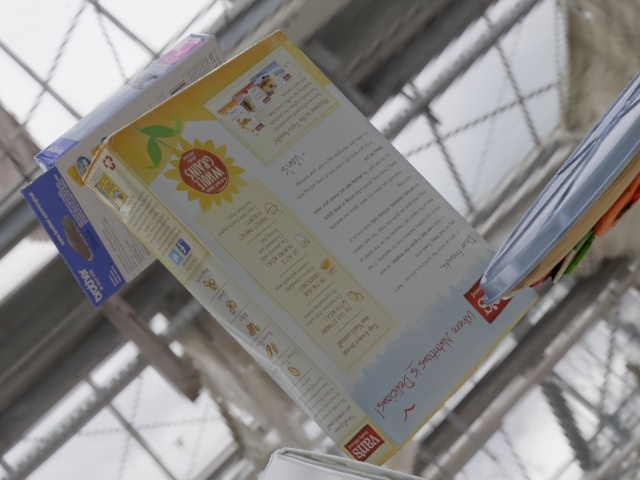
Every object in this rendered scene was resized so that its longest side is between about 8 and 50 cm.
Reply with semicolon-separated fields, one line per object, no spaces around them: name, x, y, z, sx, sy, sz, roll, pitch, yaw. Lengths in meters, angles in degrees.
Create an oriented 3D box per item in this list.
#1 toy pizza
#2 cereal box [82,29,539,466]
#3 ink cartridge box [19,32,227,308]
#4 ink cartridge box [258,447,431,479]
toy pizza;0.145;-0.044;0.651;0.201;0.032;0.201;-51;-2;-3
cereal box;0.000;0.000;0.849;0.173;0.240;0.047;-39;-6;-44
ink cartridge box;-0.209;-0.086;1.695;0.311;0.065;0.185;-44;-55;-26
ink cartridge box;0.020;0.190;0.421;0.160;0.093;0.219;-56;-41;-31
